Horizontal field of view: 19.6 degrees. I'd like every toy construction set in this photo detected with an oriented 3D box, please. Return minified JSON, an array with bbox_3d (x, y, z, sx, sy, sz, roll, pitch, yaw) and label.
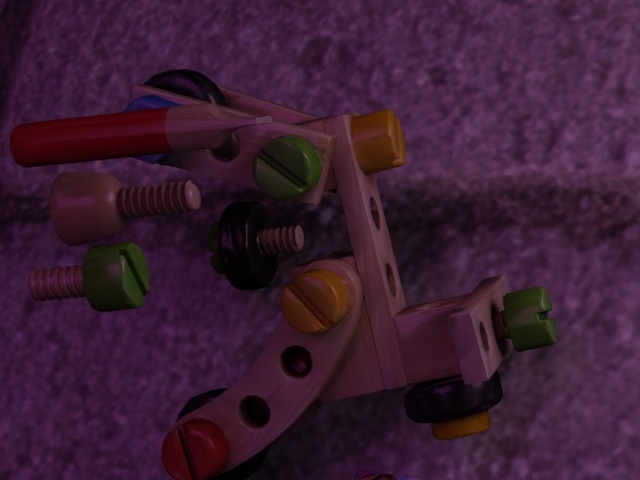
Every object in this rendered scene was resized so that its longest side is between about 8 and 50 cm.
[{"bbox_3d":[0.000,0.000,1.049,0.237,0.309,0.257,-6,71,20],"label":"toy construction set"}]

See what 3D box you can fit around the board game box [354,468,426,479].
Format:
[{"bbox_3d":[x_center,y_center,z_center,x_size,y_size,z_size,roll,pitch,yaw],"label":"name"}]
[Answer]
[{"bbox_3d":[0.051,0.184,1.082,0.090,0.020,0.090,6,68,28],"label":"board game box"}]
